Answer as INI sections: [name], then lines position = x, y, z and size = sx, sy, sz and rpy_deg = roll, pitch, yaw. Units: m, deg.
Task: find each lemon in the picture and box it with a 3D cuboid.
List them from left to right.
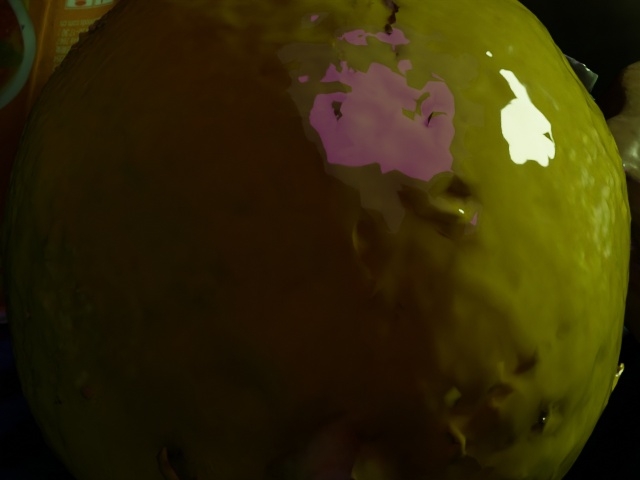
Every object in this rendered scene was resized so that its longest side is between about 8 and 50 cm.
[lemon]
position = -0.001, 0.002, 0.498
size = 0.236, 0.236, 0.263
rpy_deg = 17, 2, -7

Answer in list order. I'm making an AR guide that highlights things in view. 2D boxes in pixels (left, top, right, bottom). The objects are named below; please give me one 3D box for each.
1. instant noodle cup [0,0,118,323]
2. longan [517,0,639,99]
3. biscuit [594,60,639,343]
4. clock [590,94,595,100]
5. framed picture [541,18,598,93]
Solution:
[instant noodle cup]
position = -0.154, -0.083, 0.598
size = 0.168, 0.185, 0.168
rpy_deg = 16, 27, -8
[longan]
position = 0.211, -0.248, 1.063
size = 0.319, 0.319, 0.319
rpy_deg = 16, 26, -8
[biscuit]
position = 0.268, 0.068, 0.628
size = 0.359, 0.074, 0.381
rpy_deg = 12, 40, -37
[clock]
position = -0.005, -0.088, 0.837
size = 0.386, 0.076, 0.386
rpy_deg = 16, 27, -8
[framed picture]
position = 0.005, -0.125, 0.665
size = 0.260, 0.023, 0.189
rpy_deg = 29, -3, -1
